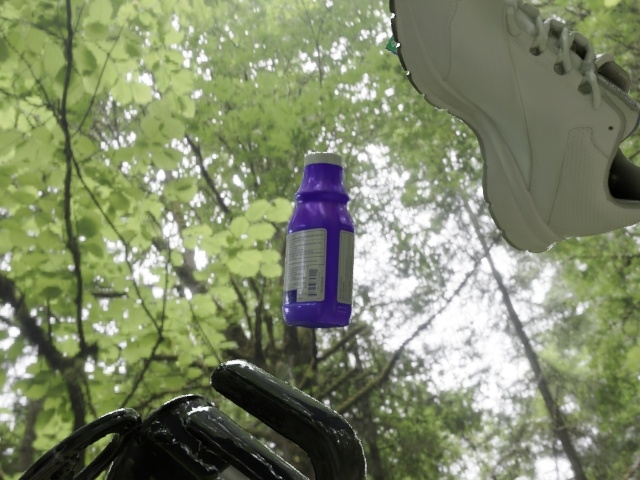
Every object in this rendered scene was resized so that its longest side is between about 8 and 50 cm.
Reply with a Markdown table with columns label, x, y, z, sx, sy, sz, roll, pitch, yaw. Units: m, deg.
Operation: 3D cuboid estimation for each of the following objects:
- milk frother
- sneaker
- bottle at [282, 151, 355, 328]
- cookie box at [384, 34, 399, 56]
| label | x | y | z | sx | sy | sz | roll | pitch | yaw |
| --- | --- | --- | --- | --- | --- | --- | --- | --- | --- |
| milk frother | -0.059 | 0.143 | 0.370 | 0.143 | 0.134 | 0.129 | -26 | -46 | -46 |
| sneaker | 0.157 | -0.117 | 0.545 | 0.129 | 0.111 | 0.297 | -8 | -48 | 43 |
| bottle | 0.000 | 0.000 | 1.210 | 0.092 | 0.283 | 0.118 | 13 | -16 | -42 |
| cookie box | 0.125 | -0.206 | 0.696 | 0.091 | 0.040 | 0.107 | 16 | -73 | -41 |
